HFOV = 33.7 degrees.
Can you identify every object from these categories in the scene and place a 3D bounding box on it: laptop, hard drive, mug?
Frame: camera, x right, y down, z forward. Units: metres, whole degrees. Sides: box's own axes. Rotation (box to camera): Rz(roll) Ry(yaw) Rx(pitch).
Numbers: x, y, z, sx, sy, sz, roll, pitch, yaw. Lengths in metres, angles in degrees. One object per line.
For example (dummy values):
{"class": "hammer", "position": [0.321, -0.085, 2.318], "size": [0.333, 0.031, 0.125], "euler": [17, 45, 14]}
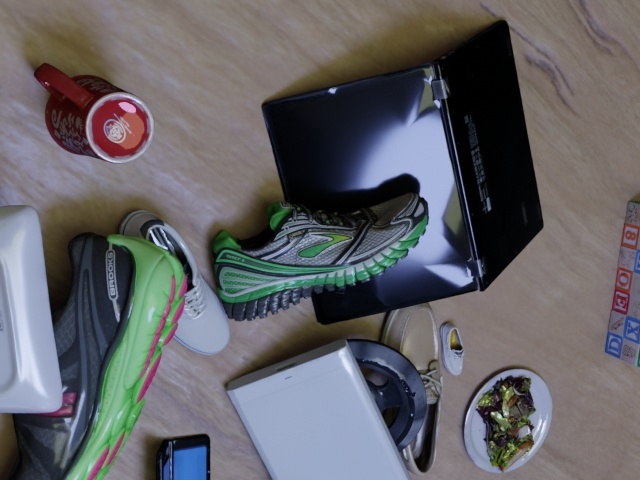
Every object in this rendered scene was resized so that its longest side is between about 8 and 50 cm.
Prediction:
{"class": "laptop", "position": [0.157, -0.115, 1.733], "size": [0.408, 0.236, 0.382], "euler": [-37, 120, -47]}
{"class": "hard drive", "position": [0.007, 0.324, 1.683], "size": [0.203, 0.040, 0.308], "euler": [-21, 109, 9]}
{"class": "mug", "position": [-0.305, -0.161, 1.393], "size": [0.150, 0.169, 0.113], "euler": [12, 96, -30]}

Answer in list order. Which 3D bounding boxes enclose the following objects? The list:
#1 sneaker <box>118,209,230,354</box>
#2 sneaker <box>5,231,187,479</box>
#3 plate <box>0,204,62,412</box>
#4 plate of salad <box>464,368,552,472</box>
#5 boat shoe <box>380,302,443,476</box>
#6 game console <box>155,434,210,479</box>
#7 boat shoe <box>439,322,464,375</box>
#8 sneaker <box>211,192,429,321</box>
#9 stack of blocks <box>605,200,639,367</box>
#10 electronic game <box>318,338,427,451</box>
{"class": "sneaker", "position": [-0.208, 0.073, 1.541], "size": [0.094, 0.091, 0.258], "euler": [-40, 116, -14]}
{"class": "sneaker", "position": [-0.355, 0.203, 1.475], "size": [0.202, 0.185, 0.483], "euler": [27, 97, 7]}
{"class": "plate", "position": [-0.483, 0.101, 1.350], "size": [0.277, 0.045, 0.277], "euler": [-3, 101, 5]}
{"class": "plate of salad", "position": [0.349, 0.332, 1.918], "size": [0.199, 0.048, 0.200], "euler": [-6, 105, -26]}
{"class": "boat shoe", "position": [0.164, 0.245, 1.771], "size": [0.109, 0.098, 0.303], "euler": [-3, 103, -27]}
{"class": "game console", "position": [-0.210, 0.369, 1.617], "size": [0.071, 0.107, 0.122], "euler": [0, 95, 1]}
{"class": "boat shoe", "position": [0.233, 0.192, 1.832], "size": [0.035, 0.035, 0.100], "euler": [-17, 109, -23]}
{"class": "sneaker", "position": [0.000, 0.000, 1.576], "size": [0.343, 0.134, 0.146], "euler": [-20, 104, -3]}
{"class": "stack of blocks", "position": [0.634, 0.088, 1.941], "size": [0.087, 0.171, 0.297], "euler": [1, 102, -28]}
{"class": "electronic game", "position": [0.058, 0.264, 1.706], "size": [0.229, 0.048, 0.229], "euler": [0, 111, 1]}
